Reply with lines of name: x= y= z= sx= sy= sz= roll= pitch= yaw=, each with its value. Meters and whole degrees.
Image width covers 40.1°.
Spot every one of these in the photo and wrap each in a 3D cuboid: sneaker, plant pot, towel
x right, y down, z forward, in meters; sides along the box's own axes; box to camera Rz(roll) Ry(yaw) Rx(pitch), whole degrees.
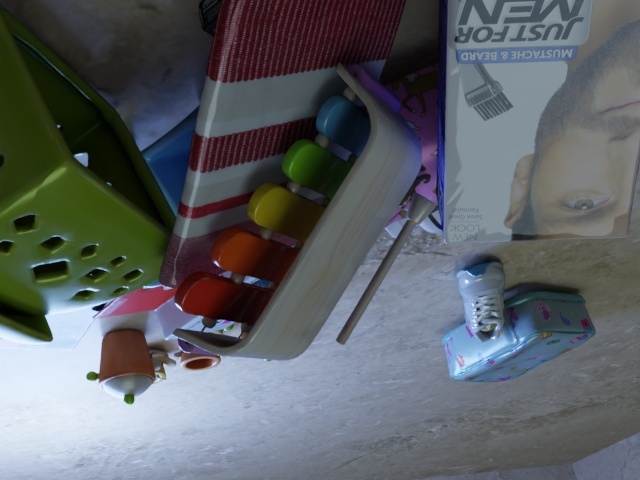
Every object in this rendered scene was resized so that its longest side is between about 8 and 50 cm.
sneaker: x=0.296 y=0.108 z=1.570 sx=0.087 sy=0.092 sz=0.229 roll=-14 pitch=152 yaw=8
plant pot: x=-0.289 y=-0.044 z=0.829 sx=0.207 sy=0.227 sz=0.228 roll=-36 pitch=150 yaw=5
towel: x=-0.031 y=-0.121 z=0.812 sx=0.237 sy=0.037 sz=0.329 roll=-22 pitch=138 yaw=-48

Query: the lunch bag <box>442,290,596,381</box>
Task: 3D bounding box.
lunch bag: x=0.395 y=0.196 z=1.763 sx=0.224 sy=0.108 sz=0.279 roll=3 pitch=152 yaw=-37

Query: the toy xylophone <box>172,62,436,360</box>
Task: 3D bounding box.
toy xylophone: x=0.000 y=0.000 z=0.867 sx=0.323 sy=0.081 sz=0.236 roll=-54 pitch=153 yaw=-1

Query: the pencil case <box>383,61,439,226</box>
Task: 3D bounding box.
pencil case: x=0.164 y=-0.125 z=0.993 sx=0.386 sy=0.160 sz=0.167 roll=-22 pitch=173 yaw=19

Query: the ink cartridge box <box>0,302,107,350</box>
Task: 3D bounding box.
ink cartridge box: x=-0.383 y=0.057 z=1.234 sx=0.175 sy=0.069 sz=0.371 roll=6 pitch=146 yaw=-31

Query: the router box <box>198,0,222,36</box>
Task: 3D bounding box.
router box: x=-0.042 y=-0.228 z=0.839 sx=0.122 sy=0.038 sz=0.092 roll=-30 pitch=148 yaw=32

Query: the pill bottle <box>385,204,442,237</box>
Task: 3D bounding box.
pill bottle: x=0.169 y=-0.075 z=1.145 sx=0.193 sy=0.108 sz=0.108 roll=-25 pitch=151 yaw=24

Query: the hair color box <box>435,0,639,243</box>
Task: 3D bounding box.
hair color box: x=0.202 y=-0.163 z=0.806 sx=0.185 sy=0.110 sz=0.339 roll=-2 pitch=127 yaw=4

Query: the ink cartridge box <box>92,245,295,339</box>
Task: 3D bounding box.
ink cartridge box: x=-0.161 y=0.070 z=1.286 sx=0.238 sy=0.060 sz=0.275 roll=-7 pitch=158 yaw=-48

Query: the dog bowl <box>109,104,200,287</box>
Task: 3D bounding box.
dog bowl: x=-0.150 y=-0.047 z=0.995 sx=0.297 sy=0.166 sz=0.074 roll=-28 pitch=-173 yaw=31

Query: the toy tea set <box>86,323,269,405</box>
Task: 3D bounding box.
toy tea set: x=-0.228 y=0.211 z=1.521 sx=0.335 sy=0.124 sz=0.200 roll=-19 pitch=152 yaw=15
